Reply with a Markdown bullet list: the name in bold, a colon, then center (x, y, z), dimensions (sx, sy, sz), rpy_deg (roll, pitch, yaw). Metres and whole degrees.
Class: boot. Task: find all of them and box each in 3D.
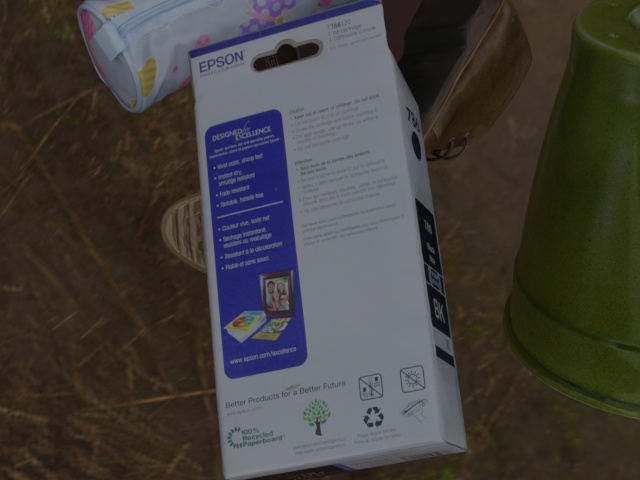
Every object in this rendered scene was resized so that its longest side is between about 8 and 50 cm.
- **boot**: center (-0.058, -0.010, 1.318), dimensions (0.248, 0.207, 0.090), rpy_deg (5, 95, -24)
- **boot**: center (0.098, -0.101, 1.224), dimensions (0.305, 0.112, 0.115), rpy_deg (-55, 127, -19)

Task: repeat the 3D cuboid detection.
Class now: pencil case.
- **pencil case**: center (-0.087, -0.221, 1.259), dimensions (0.273, 0.124, 0.113), rpy_deg (-30, 100, -18)

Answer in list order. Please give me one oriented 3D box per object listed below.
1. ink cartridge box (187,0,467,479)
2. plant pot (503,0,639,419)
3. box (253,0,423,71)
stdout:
- **ink cartridge box**: center (0.000, 0.000, 0.982), dimensions (0.065, 0.165, 0.332), rpy_deg (32, 49, -63)
- **plant pot**: center (0.373, -0.063, 1.388), dimensions (0.366, 0.366, 0.353), rpy_deg (-19, 121, -27)
- **box**: center (0.009, -0.231, 1.501), dimensions (0.168, 0.203, 0.167), rpy_deg (-13, 92, -21)
